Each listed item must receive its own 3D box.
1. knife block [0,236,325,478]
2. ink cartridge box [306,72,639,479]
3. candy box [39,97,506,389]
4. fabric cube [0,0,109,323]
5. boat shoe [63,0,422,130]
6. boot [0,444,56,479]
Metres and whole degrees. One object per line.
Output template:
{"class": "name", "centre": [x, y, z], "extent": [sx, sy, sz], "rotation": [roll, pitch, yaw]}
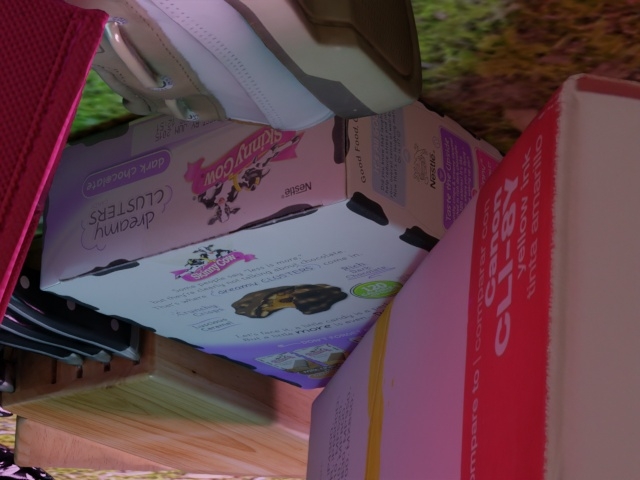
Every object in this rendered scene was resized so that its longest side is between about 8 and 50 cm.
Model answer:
{"class": "knife block", "centre": [-0.078, 0.042, 0.920], "extent": [0.275, 0.088, 0.242], "rotation": [4, 158, -10]}
{"class": "ink cartridge box", "centre": [0.161, 0.100, 0.772], "extent": [0.279, 0.160, 0.385], "rotation": [8, 157, -11]}
{"class": "candy box", "centre": [0.000, 0.000, 0.842], "extent": [0.164, 0.070, 0.196], "rotation": [-15, 155, 32]}
{"class": "fabric cube", "centre": [-0.233, 0.030, 0.547], "extent": [0.258, 0.259, 0.254], "rotation": [20, 165, -7]}
{"class": "boat shoe", "centre": [-0.062, -0.099, 0.539], "extent": [0.103, 0.113, 0.302], "rotation": [-14, 156, 16]}
{"class": "boot", "centre": [-0.325, 0.173, 1.271], "extent": [0.229, 0.091, 0.263], "rotation": [-22, 154, 32]}
